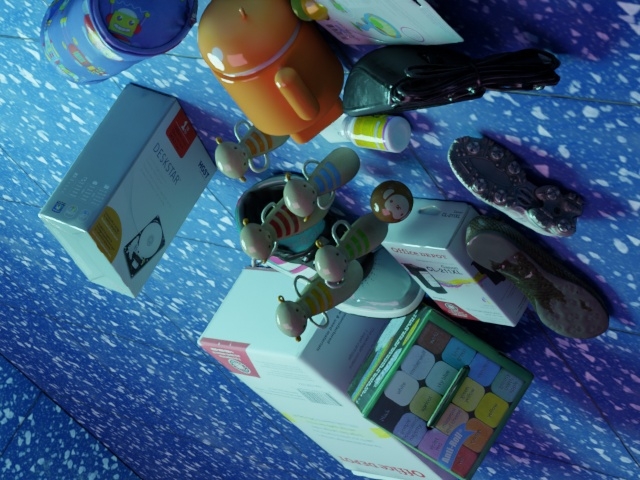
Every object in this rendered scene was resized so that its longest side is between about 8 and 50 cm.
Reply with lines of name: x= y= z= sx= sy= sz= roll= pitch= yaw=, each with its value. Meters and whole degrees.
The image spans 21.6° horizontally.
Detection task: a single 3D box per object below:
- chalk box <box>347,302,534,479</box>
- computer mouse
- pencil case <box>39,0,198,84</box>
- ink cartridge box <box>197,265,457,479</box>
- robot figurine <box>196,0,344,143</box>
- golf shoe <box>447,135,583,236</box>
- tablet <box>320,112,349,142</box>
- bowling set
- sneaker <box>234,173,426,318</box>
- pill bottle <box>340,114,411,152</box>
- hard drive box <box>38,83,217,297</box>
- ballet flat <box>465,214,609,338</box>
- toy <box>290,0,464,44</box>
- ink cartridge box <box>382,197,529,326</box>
chalk box: x=0.167 y=0.206 z=2.324 sx=0.179 sy=0.180 sz=0.289 roll=33 pitch=180 yaw=-6
computer mouse: x=0.111 y=-0.176 z=1.759 sx=0.188 sy=0.072 sz=0.272 roll=-10 pitch=-177 yaw=-23
pencil case: x=-0.242 y=-0.261 z=1.972 sx=0.119 sy=0.133 sz=0.306 roll=38 pitch=166 yaw=-17
ink cartridge box: x=0.041 y=0.218 z=2.663 sx=0.384 sy=0.160 sz=0.279 roll=44 pitch=156 yaw=-30
robot figurine: x=-0.057 y=-0.206 z=1.889 sx=0.128 sy=0.158 sz=0.219 roll=-9 pitch=141 yaw=27
golf shoe: x=0.216 y=-0.055 z=1.952 sx=0.176 sy=0.069 sz=0.086 roll=34 pitch=165 yaw=-6
tablet: x=0.022 y=-0.140 z=2.099 sx=0.054 sy=0.006 sz=0.083 roll=43 pitch=156 yaw=-31
bowling set: x=-0.001 y=-0.032 z=2.081 sx=0.200 sy=0.154 sz=0.287 roll=-15 pitch=108 yaw=48
sneaker: x=0.000 y=0.000 z=2.297 sx=0.295 sy=0.124 sz=0.178 roll=23 pitch=167 yaw=22
pill bottle: x=0.064 y=-0.131 z=2.009 sx=0.083 sy=0.043 sz=0.043 roll=11 pitch=152 yaw=41
hard drive box: x=-0.263 y=-0.069 z=2.327 sx=0.089 sy=0.232 sz=0.181 roll=18 pitch=157 yaw=28
ballet flat: x=0.274 y=0.043 z=2.115 sx=0.250 sy=0.058 sz=0.084 roll=35 pitch=124 yaw=-26
toy: x=0.046 y=-0.260 z=1.727 sx=0.137 sy=0.056 sz=0.237 roll=38 pitch=163 yaw=-27
ink cartridge box: x=0.178 y=0.028 z=2.172 sx=0.127 sy=0.072 sz=0.175 roll=7 pitch=150 yaw=48
